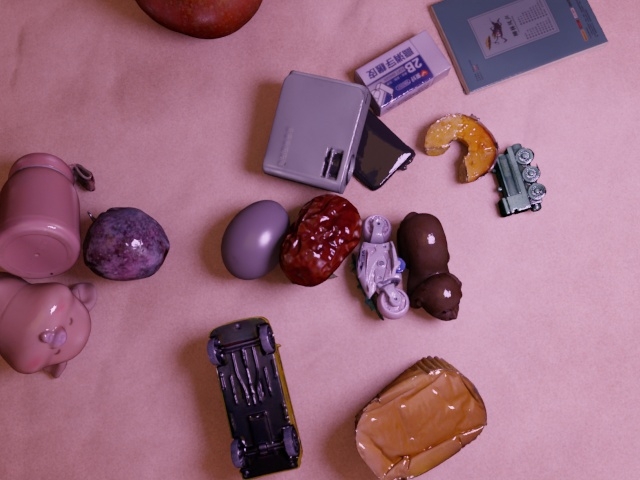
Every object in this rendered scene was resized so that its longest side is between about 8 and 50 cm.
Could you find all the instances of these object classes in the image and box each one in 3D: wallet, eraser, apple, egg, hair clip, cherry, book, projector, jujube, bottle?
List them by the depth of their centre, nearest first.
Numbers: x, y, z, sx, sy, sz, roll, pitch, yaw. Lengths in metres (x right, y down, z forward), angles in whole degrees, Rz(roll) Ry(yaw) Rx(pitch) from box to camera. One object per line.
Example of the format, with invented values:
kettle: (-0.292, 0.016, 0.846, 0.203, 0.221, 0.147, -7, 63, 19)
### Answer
jujube: (0.000, 0.000, 1.185, 0.155, 0.155, 0.230, 26, 50, 6)
bottle: (-0.628, -0.071, 1.212, 0.206, 0.173, 0.297, -7, 45, -19)
cherry: (-0.447, 0.010, 1.215, 0.195, 0.195, 0.195, 0, 81, 3)
egg: (-0.148, -0.003, 1.220, 0.146, 0.146, 0.199, 33, 82, 7)
hair clip: (0.108, 0.111, 1.239, 0.049, 0.049, 0.173, -30, 80, -2)
projector: (-0.006, -0.253, 1.245, 0.198, 0.108, 0.251, 15, 93, 12)
apple: (-0.295, -0.658, 1.267, 0.348, 0.277, 0.349, -1, 84, 5)
wallet: (0.104, -0.243, 1.300, 0.149, 0.044, 0.250, -43, 82, 0)
eraser: (0.203, -0.417, 1.310, 0.210, 0.068, 0.125, -31, 80, -3)
book: (0.499, -0.546, 1.333, 0.379, 0.031, 0.264, -19, 80, 0)

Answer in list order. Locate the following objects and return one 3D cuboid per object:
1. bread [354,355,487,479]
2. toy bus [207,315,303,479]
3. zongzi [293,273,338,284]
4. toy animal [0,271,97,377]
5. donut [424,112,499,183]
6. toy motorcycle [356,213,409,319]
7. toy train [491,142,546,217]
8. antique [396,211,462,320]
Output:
bread: (0.201, 0.384, 1.143, 0.288, 0.156, 0.204, -36, 89, -6)
toy bus: (-0.140, 0.337, 1.166, 0.145, 0.151, 0.331, -15, 82, 6)
zongzi: (-0.023, 0.048, 1.260, 0.113, 0.052, 0.104, -9, 74, -12)
toy animal: (-0.680, 0.177, 1.190, 0.326, 0.269, 0.237, 12, 80, 37)
donut: (0.344, -0.224, 1.271, 0.181, 0.078, 0.146, 40, 84, 14)
toy motorcycle: (0.134, 0.059, 1.210, 0.112, 0.112, 0.254, -11, 68, 1)
toy train: (0.467, -0.144, 1.255, 0.111, 0.071, 0.171, -16, 80, 7)
antique: (0.250, 0.058, 1.197, 0.121, 0.143, 0.257, -10, 83, -1)
